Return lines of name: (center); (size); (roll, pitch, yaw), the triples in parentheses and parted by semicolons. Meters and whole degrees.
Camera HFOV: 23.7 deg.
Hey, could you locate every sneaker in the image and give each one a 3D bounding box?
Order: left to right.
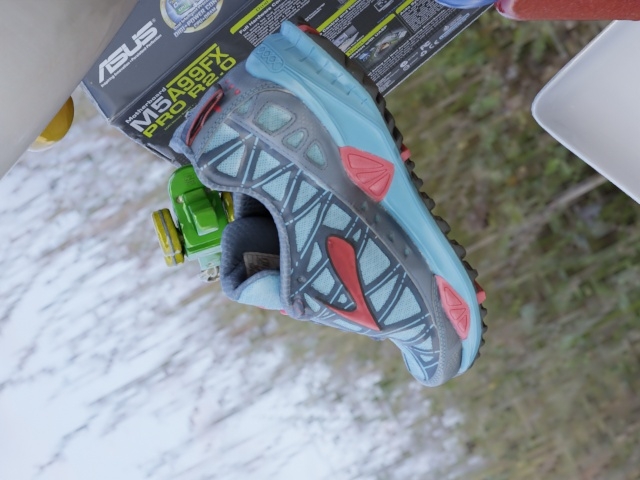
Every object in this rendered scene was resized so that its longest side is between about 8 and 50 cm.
sneaker: (0.000, 0.000, 0.870); (0.262, 0.125, 0.104); (59, 173, -35)

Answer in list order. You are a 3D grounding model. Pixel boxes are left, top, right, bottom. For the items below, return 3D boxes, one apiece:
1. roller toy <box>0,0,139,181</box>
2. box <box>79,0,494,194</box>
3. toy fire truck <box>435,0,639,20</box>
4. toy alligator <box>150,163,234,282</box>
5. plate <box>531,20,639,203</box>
roller toy: (-0.167, -0.093, 0.658); (0.146, 0.191, 0.209); (39, -118, -15)
box: (-0.005, -0.149, 1.006); (0.060, 0.270, 0.216); (54, -171, 24)
toy fire truck: (0.162, -0.180, 0.620); (0.302, 0.254, 0.169); (110, 143, -68)
toy alligator: (-0.077, -0.013, 0.964); (0.190, 0.056, 0.051); (102, 151, -79)
plate: (0.338, -0.115, 1.092); (0.277, 0.278, 0.045); (36, -156, -17)
